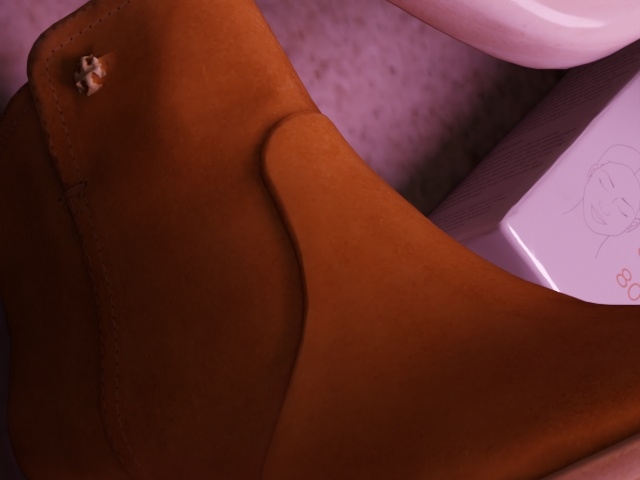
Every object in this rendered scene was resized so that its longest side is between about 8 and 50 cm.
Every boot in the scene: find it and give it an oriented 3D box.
[{"bbox_3d":[0.000,0.000,0.515,0.104,0.295,0.211,1,66,-51],"label":"boot"}]

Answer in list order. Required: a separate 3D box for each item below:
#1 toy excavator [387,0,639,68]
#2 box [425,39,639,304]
[{"bbox_3d":[0.184,-0.128,0.637,0.445,0.222,0.433,-40,99,-27],"label":"toy excavator"},{"bbox_3d":[0.132,0.003,0.733,0.130,0.091,0.170,52,56,-9],"label":"box"}]
